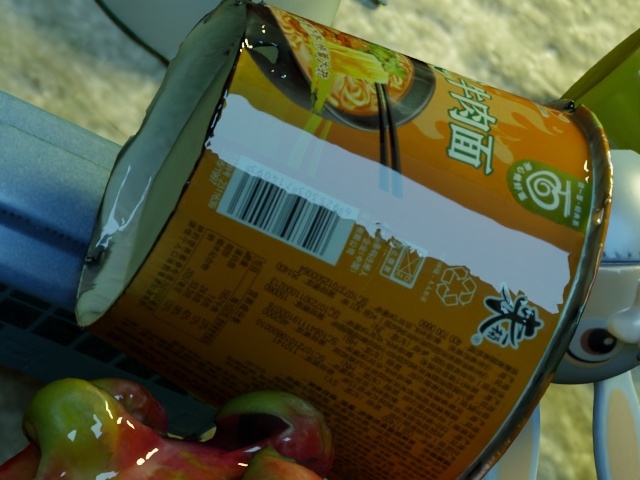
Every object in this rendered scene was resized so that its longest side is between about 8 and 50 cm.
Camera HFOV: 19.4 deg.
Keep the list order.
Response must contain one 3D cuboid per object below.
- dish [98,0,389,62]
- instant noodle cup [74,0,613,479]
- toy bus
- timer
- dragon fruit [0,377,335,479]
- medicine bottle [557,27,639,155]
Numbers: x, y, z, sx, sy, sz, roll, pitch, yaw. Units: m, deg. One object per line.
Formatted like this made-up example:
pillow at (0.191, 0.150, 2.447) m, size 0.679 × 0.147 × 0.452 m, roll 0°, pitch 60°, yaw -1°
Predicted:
dish at (-0.044, -0.207, 1.199) m, size 0.246 × 0.078 × 0.224 m, roll -4°, pitch 69°, yaw -34°
instant noodle cup at (0.000, 0.000, 0.891) m, size 0.182 × 0.230 × 0.230 m, roll 25°, pitch 57°, yaw -17°
toy bus at (-0.134, 0.009, 1.003) m, size 0.234 × 0.133 × 0.116 m, roll 25°, pitch 59°, yaw -22°
timer at (0.165, 0.058, 1.155) m, size 0.175 × 0.175 × 0.255 m, roll 0°, pitch 69°, yaw -32°
dragon fruit at (-0.028, 0.197, 0.792) m, size 0.307 × 0.227 × 0.243 m, roll 25°, pitch 23°, yaw -35°
medicine bottle at (0.266, -0.042, 1.289) m, size 0.212 × 0.122 × 0.122 m, roll 48°, pitch 52°, yaw -5°
